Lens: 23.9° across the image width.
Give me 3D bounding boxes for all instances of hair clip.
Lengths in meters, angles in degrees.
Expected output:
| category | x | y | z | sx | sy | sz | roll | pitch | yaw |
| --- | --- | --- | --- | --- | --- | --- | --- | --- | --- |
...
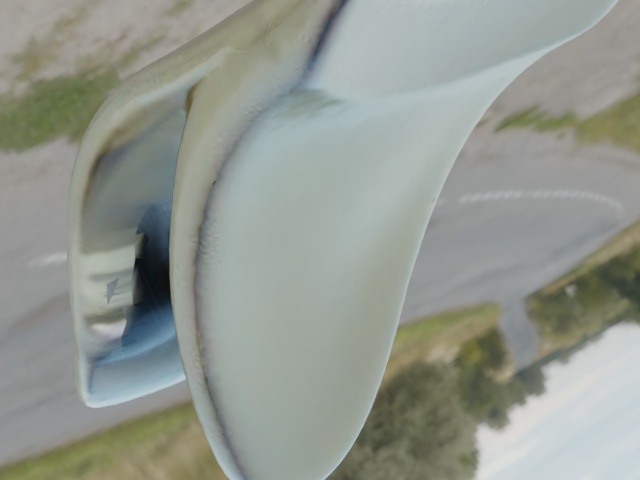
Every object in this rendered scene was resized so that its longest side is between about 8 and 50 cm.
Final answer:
| category | x | y | z | sx | sy | sz | roll | pitch | yaw |
| --- | --- | --- | --- | --- | --- | --- | --- | --- | --- |
| hair clip | -0.010 | -0.016 | 0.580 | 0.172 | 0.113 | 0.282 | -18 | 139 | -44 |
